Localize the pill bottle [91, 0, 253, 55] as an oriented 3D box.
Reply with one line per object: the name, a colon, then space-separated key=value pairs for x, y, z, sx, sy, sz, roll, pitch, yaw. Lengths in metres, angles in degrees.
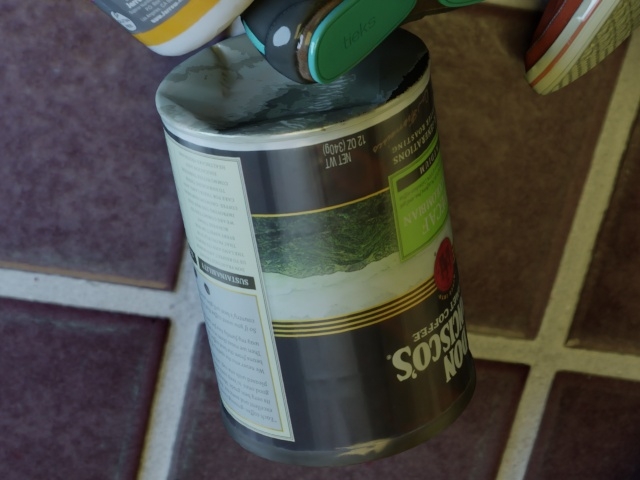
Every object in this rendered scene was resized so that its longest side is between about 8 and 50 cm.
pill bottle: x=-0.156 y=-0.266 z=1.278 sx=0.278 sy=0.162 sz=0.162 roll=39 pitch=106 yaw=-22

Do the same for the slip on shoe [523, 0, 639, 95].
slip on shoe: x=0.223 y=-0.246 z=1.365 sx=0.101 sy=0.123 sz=0.331 roll=38 pitch=131 yaw=19

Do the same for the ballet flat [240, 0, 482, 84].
ballet flat: x=0.054 y=-0.202 z=1.354 sx=0.280 sy=0.096 sz=0.095 roll=-30 pitch=136 yaw=-35

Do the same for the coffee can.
coffee can: x=0.000 y=0.000 z=1.412 sx=0.201 sy=0.201 sz=0.275 roll=-11 pitch=118 yaw=-2
